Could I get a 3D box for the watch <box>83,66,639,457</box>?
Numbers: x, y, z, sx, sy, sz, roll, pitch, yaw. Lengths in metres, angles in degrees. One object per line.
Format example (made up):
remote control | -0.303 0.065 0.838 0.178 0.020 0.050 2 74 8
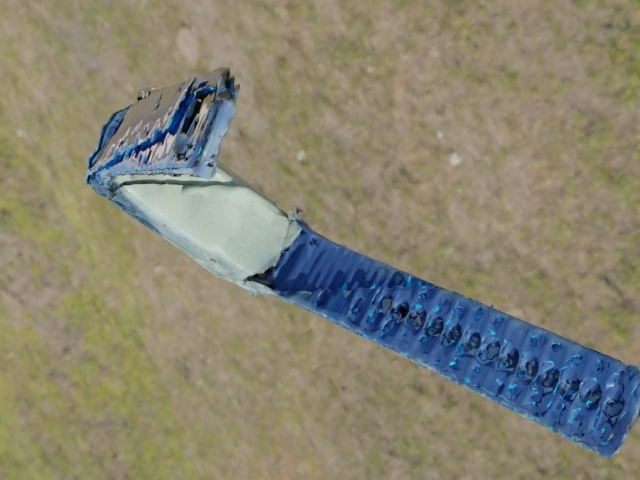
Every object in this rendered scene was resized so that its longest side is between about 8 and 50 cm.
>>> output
watch | 0.006 0.006 0.698 0.276 0.068 0.274 36 168 -20
